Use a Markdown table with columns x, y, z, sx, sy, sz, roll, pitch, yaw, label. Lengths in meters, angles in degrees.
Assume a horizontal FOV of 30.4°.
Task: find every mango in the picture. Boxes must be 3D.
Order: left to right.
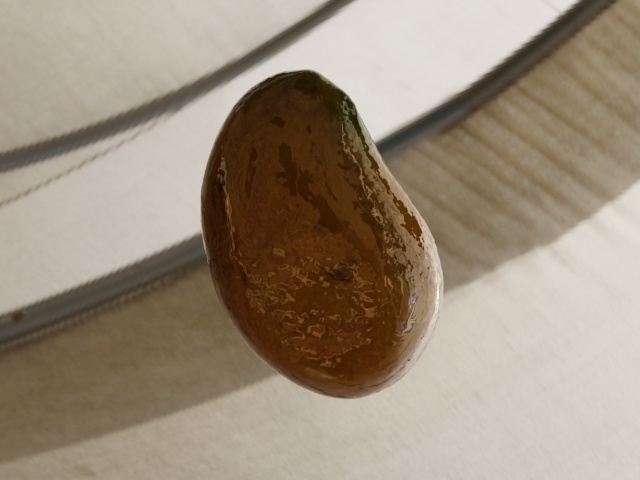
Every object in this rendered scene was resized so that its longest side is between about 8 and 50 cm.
| x | y | z | sx | sy | sz | roll | pitch | yaw | label |
| --- | --- | --- | --- | --- | --- | --- | --- | --- | --- |
| -0.005 | 0.004 | 0.576 | 0.115 | 0.165 | 0.089 | -23 | -158 | 27 | mango |
